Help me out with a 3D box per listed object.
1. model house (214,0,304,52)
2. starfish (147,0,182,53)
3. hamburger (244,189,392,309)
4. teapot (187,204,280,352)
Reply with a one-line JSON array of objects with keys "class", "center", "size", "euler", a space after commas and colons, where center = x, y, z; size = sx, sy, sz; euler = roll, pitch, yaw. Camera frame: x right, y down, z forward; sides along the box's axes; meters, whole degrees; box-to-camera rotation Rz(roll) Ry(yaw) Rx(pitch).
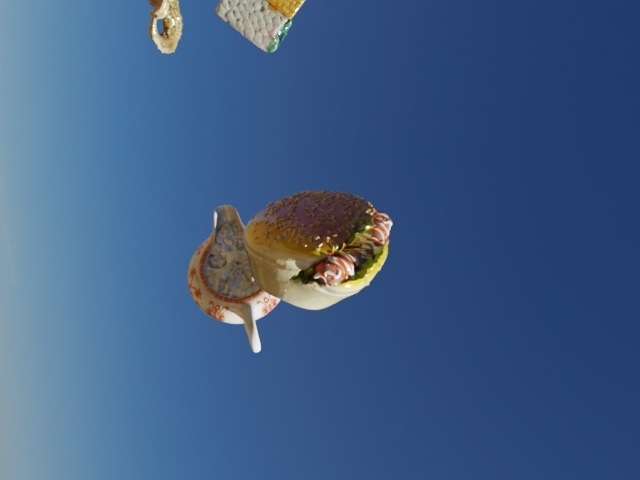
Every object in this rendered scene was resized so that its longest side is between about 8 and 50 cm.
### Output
[{"class": "model house", "center": [-0.055, -0.297, 0.798], "size": [0.100, 0.087, 0.101], "euler": [-45, -162, 36]}, {"class": "starfish", "center": [-0.147, -0.271, 0.669], "size": [0.210, 0.053, 0.150], "euler": [-97, -179, -50]}, {"class": "hamburger", "center": [0.000, 0.000, 0.866], "size": [0.173, 0.210, 0.116], "euler": [25, -58, 16]}, {"class": "teapot", "center": [-0.130, 0.068, 1.094], "size": [0.116, 0.159, 0.246], "euler": [110, -39, -53]}]
